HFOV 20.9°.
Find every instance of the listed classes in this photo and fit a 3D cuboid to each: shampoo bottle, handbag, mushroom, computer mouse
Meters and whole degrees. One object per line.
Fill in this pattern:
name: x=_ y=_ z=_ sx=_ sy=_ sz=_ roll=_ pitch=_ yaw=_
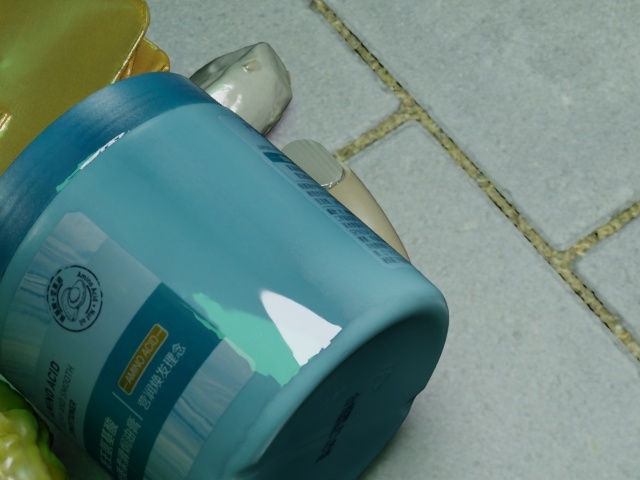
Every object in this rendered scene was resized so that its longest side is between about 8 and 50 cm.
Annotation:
shampoo bottle: x=-0.105 y=0.073 z=1.599 sx=0.342 sy=0.331 sz=0.331 roll=40 pitch=71 yaw=21
handbag: x=-0.395 y=-0.196 z=1.924 sx=0.401 sy=0.133 sz=0.283 roll=26 pitch=71 yaw=18
mushroom: x=-0.153 y=-0.092 z=1.860 sx=0.351 sy=0.097 sz=0.109 roll=-47 pitch=27 yaw=-21
computer mouse: x=0.000 y=0.000 z=1.806 sx=0.145 sy=0.082 sz=0.236 roll=-27 pitch=63 yaw=-10

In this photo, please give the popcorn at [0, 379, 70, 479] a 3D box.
popcorn: x=-0.342 y=0.249 z=1.617 sx=0.270 sy=0.224 sz=0.258 roll=12 pitch=70 yaw=4
